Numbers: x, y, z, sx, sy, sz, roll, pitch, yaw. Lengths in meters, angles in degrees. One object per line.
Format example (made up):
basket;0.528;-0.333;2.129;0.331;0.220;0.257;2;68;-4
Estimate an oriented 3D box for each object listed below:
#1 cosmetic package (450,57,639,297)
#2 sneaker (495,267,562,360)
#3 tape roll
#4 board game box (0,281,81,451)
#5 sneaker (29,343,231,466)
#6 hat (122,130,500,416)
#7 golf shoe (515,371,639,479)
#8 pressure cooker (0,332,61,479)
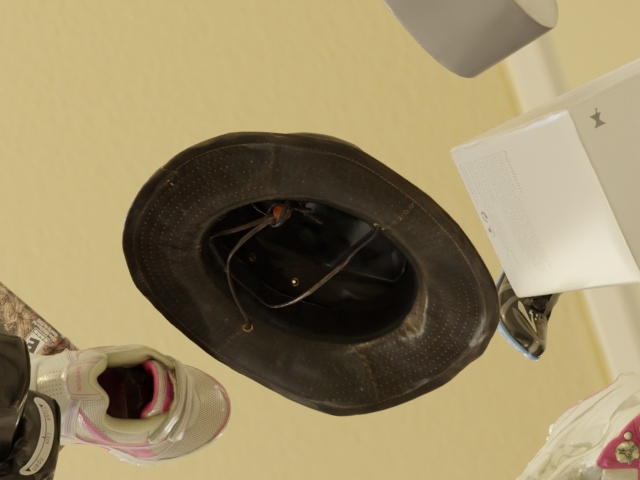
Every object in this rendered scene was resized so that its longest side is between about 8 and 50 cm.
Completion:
cosmetic package;0.254;-0.066;1.218;0.224;0.138;0.224;-26;2;-16
sneaker;0.237;0.045;1.794;0.067;0.188;0.078;37;-42;-26
tape roll;0.082;-0.227;1.168;0.072;0.219;0.219;-30;-8;22
board game box;-0.407;0.174;1.711;0.291;0.232;0.141;-50;-29;-10
sneaker;-0.162;0.151;1.497;0.111;0.103;0.252;-13;-14;38
hat;0.000;0.000;1.446;0.331;0.331;0.134;-20;33;28
golf shoe;0.281;0.264;1.832;0.306;0.115;0.140;-37;26;11
pressure cooker;-0.417;0.164;1.217;0.369;0.375;0.420;-27;-30;-40
